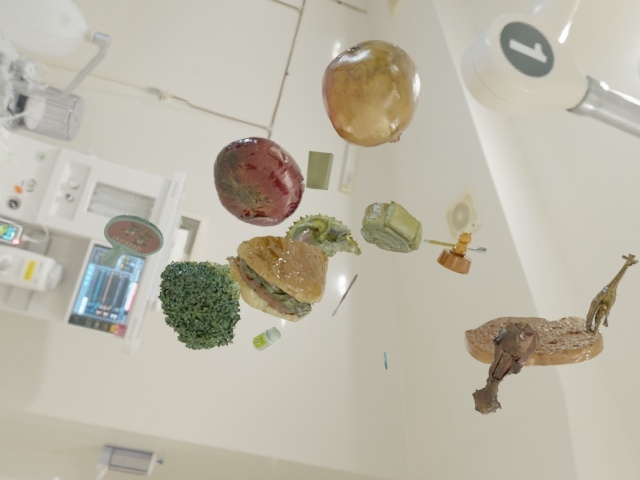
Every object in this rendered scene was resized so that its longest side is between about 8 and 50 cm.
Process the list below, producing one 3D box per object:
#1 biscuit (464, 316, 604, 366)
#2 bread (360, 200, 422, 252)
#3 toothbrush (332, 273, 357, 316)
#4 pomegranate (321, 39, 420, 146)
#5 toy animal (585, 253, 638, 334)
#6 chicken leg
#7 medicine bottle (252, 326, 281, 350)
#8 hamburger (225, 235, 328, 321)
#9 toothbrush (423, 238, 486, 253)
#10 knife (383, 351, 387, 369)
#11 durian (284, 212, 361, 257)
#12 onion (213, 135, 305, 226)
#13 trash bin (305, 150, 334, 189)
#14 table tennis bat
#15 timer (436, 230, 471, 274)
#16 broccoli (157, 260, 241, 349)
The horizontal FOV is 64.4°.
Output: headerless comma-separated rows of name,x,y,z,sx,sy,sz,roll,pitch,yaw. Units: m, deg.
biscuit,0.727,0.352,1.773,0.350,0.455,0.078,-20,104,-60
bread,0.282,-0.041,1.938,0.186,0.257,0.124,-32,-144,56
toothbrush,0.093,0.209,1.938,0.193,0.013,0.019,-61,169,13
pomegranate,0.131,-0.343,1.242,0.270,0.229,0.252,60,31,-36
toy animal,0.893,0.169,1.573,0.275,0.054,0.149,-65,163,5
chicken leg,0.516,0.362,1.453,0.093,0.113,0.304,-43,156,-72
medicine bottle,-0.165,0.301,1.557,0.083,0.047,0.047,-35,-151,22
hamburger,-0.089,0.122,1.454,0.162,0.330,0.209,-38,-125,35
toothbrush,0.587,0.022,2.235,0.024,0.288,0.021,-47,135,-38
knife,0.262,0.486,2.054,0.091,0.014,0.005,-90,176,-53
durian,0.000,0.000,1.839,0.166,0.306,0.172,-124,-139,-61
onion,-0.209,-0.225,1.832,0.285,0.347,0.347,-56,176,-47
trash bin,-0.003,-0.175,1.279,0.043,0.061,0.092,3,94,-81
table tennis bat,-0.526,0.007,1.380,0.244,0.153,0.040,-32,-143,34
timer,0.536,0.036,1.959,0.132,0.132,0.152,-113,-138,-71
broccoli,-0.236,0.122,1.079,0.194,0.220,0.194,-45,174,-6
